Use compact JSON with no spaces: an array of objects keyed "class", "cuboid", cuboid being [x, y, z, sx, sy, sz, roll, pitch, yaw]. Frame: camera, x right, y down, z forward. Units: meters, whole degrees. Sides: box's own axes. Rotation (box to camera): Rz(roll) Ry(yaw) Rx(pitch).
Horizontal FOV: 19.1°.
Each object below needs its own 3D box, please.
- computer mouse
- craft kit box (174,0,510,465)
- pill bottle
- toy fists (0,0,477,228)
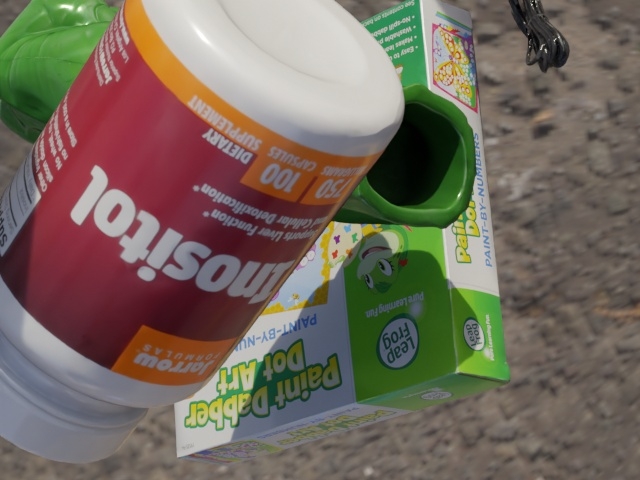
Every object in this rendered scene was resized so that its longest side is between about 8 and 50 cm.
[{"class":"computer mouse","cuboid":[0.132,-0.220,1.355,0.042,0.106,0.193,-20,128,12]},{"class":"craft kit box","cuboid":[0.000,0.000,1.224,0.250,0.061,0.247,-22,67,40]},{"class":"pill bottle","cuboid":[-0.049,-0.007,0.568,0.086,0.086,0.152,44,118,14]},{"class":"toy fists","cuboid":[-0.047,-0.067,0.994,0.142,0.279,0.096,5,87,41]}]
